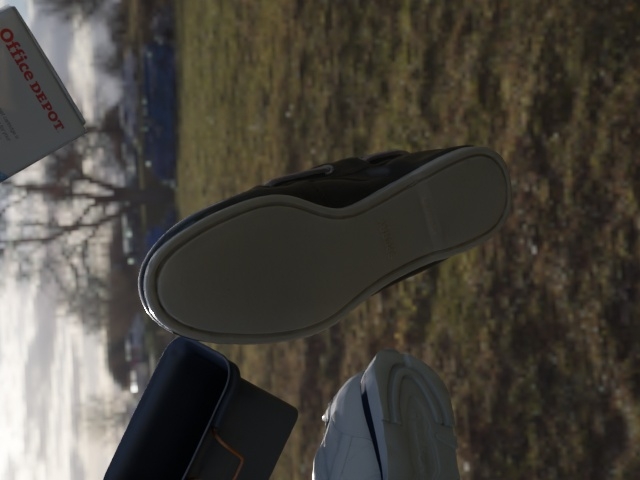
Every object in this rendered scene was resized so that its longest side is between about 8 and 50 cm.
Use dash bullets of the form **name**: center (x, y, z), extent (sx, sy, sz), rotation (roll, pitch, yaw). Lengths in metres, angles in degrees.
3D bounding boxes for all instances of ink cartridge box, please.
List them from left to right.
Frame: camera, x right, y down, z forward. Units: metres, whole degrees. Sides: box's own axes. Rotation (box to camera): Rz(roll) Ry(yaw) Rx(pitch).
- **ink cartridge box**: center (-0.217, -0.077, 0.757), extent (0.088, 0.122, 0.052), rotation (62, 173, -18)

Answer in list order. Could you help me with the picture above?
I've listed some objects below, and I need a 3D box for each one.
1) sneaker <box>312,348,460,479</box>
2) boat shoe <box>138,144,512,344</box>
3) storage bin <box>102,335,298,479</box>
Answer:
- **sneaker**: center (0.039, 0.187, 0.799), extent (0.095, 0.090, 0.235), rotation (-39, 33, 36)
- **boat shoe**: center (0.000, 0.000, 0.951), extent (0.095, 0.335, 0.112), rotation (4, 109, 56)
- **storage bin**: center (-0.077, 0.151, 0.894), extent (0.098, 0.091, 0.135), rotation (20, 84, 49)
